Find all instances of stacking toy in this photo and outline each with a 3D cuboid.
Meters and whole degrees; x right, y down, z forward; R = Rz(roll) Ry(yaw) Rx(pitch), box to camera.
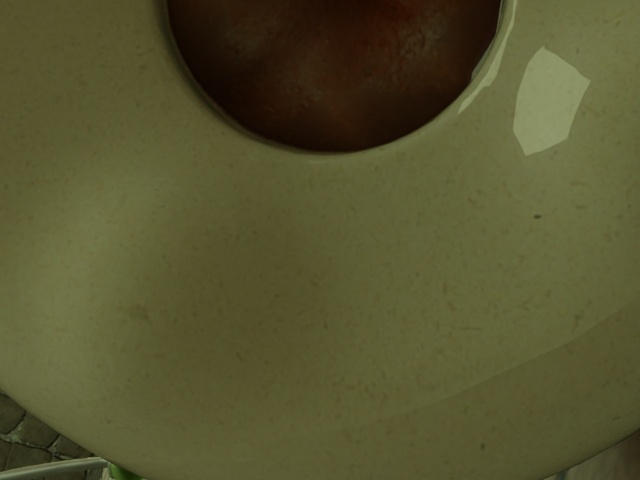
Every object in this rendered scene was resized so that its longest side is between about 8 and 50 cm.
[{"bbox_3d":[0.028,-0.088,0.698,0.480,0.350,0.351,-8,-60,-83],"label":"stacking toy"}]

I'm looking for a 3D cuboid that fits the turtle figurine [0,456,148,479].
[{"bbox_3d":[-0.099,0.143,0.961,0.266,0.274,0.198,-48,-24,-1],"label":"turtle figurine"}]
